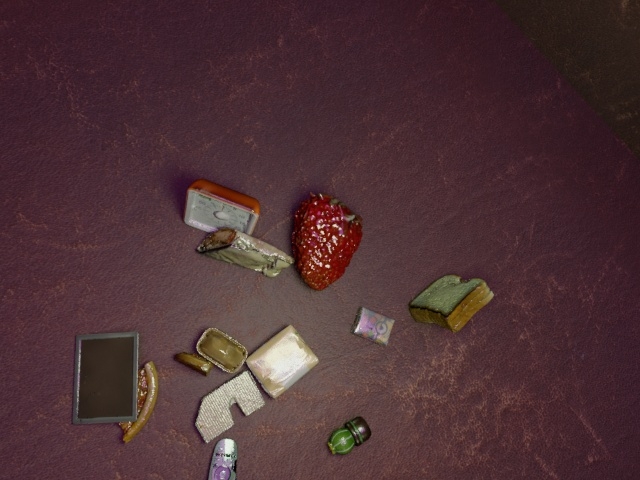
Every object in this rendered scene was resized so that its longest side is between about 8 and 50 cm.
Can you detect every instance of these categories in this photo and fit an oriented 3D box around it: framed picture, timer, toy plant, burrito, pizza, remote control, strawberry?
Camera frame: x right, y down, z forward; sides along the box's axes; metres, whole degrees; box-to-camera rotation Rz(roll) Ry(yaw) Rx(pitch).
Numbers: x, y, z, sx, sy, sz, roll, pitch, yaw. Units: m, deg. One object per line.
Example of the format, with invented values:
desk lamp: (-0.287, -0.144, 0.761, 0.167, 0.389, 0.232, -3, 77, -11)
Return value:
framed picture: (-0.719, 0.460, 1.622, 0.231, 0.018, 0.293, -4, 78, 6)
timer: (-0.353, -0.120, 1.755, 0.257, 0.250, 0.161, 21, 74, -9)
toy plant: (0.103, 0.723, 1.773, 0.162, 0.093, 0.093, -28, 86, -15)
burrito: (-0.278, 0.038, 1.784, 0.347, 0.175, 0.107, 20, 49, -9)
pizza: (-0.629, 0.544, 1.644, 0.134, 0.056, 0.271, 26, 74, -7)
remote control: (-0.340, 0.820, 1.664, 0.097, 0.045, 0.256, 13, 72, -12)
pizza: (-0.435, 0.431, 1.695, 0.175, 0.134, 0.046, 12, 61, 29)
strawberry: (-0.002, -0.001, 1.831, 0.292, 0.292, 0.343, 32, 87, -6)

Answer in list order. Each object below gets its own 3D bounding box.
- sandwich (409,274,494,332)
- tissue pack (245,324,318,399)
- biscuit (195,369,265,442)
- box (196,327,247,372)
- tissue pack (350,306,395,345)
sandwich: (0.508, 0.233, 1.885, 0.249, 0.273, 0.095, -37, 103, -18)
tissue pack: (-0.141, 0.445, 1.770, 0.222, 0.090, 0.186, -35, 86, -19)
biscuit: (-0.331, 0.587, 1.714, 0.250, 0.046, 0.147, -31, 88, -19)
box: (-0.352, 0.392, 1.722, 0.177, 0.111, 0.111, 34, 72, -5)
tissue pack: (0.206, 0.339, 1.897, 0.148, 0.060, 0.109, 24, 72, -9)
